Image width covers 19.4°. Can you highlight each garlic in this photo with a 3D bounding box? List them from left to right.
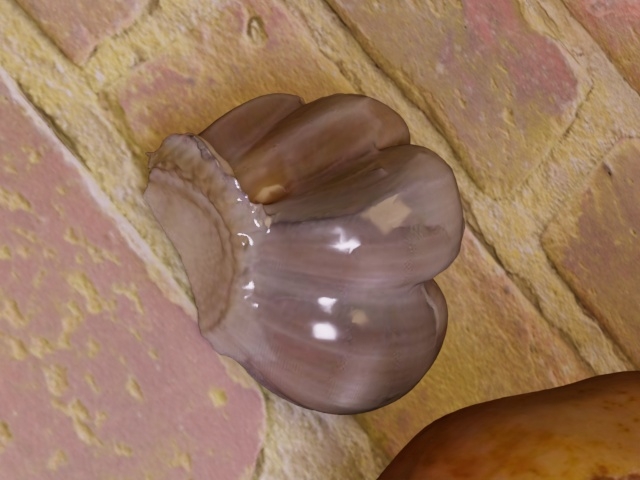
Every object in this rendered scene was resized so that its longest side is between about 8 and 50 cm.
[{"bbox_3d":[0.000,0.000,1.416,0.292,0.210,0.237,-5,32,-43],"label":"garlic"}]

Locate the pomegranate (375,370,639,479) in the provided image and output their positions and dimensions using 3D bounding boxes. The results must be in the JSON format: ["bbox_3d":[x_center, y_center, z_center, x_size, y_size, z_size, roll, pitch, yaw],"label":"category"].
[{"bbox_3d":[0.195,0.276,1.206,0.411,0.411,0.411,26,46,-31],"label":"pomegranate"}]
